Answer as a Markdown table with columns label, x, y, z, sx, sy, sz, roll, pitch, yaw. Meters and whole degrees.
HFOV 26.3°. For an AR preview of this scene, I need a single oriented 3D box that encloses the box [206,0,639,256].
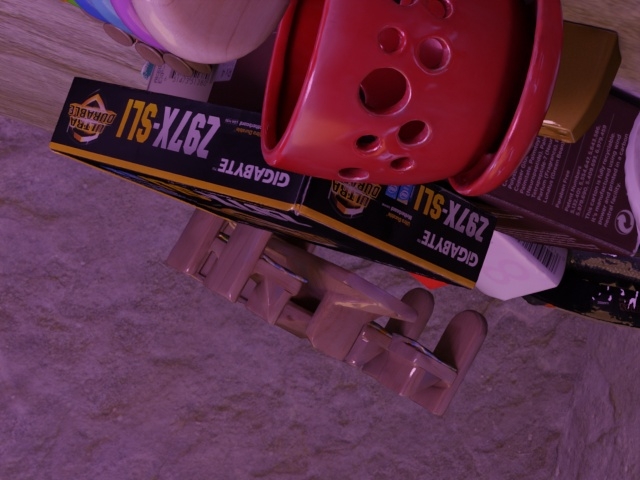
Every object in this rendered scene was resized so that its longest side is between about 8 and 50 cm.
| label | x | y | z | sx | sy | sz | roll | pitch | yaw |
| --- | --- | --- | --- | --- | --- | --- | --- | --- | --- |
| box | 0.109 | -0.110 | 1.256 | 0.381 | 0.143 | 0.191 | 18 | 177 | -27 |

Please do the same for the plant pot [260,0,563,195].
| label | x | y | z | sx | sy | sz | roll | pitch | yaw |
| --- | --- | --- | --- | --- | --- | --- | --- | --- | --- |
| plant pot | 0.062 | -0.124 | 0.956 | 0.174 | 0.191 | 0.191 | 15 | 176 | -13 |

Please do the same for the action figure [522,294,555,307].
| label | x | y | z | sx | sy | sz | roll | pitch | yaw |
| --- | --- | --- | --- | --- | --- | --- | --- | --- | --- |
| action figure | 0.250 | 0.002 | 1.963 | 0.341 | 0.178 | 0.330 | 7 | 160 | 46 |

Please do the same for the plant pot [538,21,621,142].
| label | x | y | z | sx | sy | sz | roll | pitch | yaw |
| --- | --- | --- | --- | --- | --- | --- | --- | --- | --- |
| plant pot | 0.192 | -0.126 | 1.111 | 0.081 | 0.083 | 0.081 | 15 | 176 | 17 |

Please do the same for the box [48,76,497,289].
| label | x | y | z | sx | sy | sz | roll | pitch | yaw |
| --- | --- | --- | --- | --- | --- | --- | --- | --- | --- |
| box | -0.045 | -0.053 | 1.219 | 0.322 | 0.079 | 0.257 | 16 | 174 | 41 |

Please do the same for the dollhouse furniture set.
| label | x | y | z | sx | sy | sz | roll | pitch | yaw |
| --- | --- | --- | --- | --- | --- | --- | --- | --- | --- |
| dollhouse furniture set | 0.000 | 0.000 | 1.822 | 0.362 | 0.256 | 0.394 | 31 | 176 | -30 |

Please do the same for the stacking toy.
| label | x | y | z | sx | sy | sz | roll | pitch | yaw |
| --- | --- | --- | --- | --- | --- | --- | --- | --- | --- |
| stacking toy | -0.171 | -0.221 | 1.031 | 0.330 | 0.141 | 0.141 | 17 | 177 | 45 |

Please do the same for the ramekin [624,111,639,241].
| label | x | y | z | sx | sy | sz | roll | pitch | yaw |
| --- | --- | --- | --- | --- | --- | --- | --- | --- | --- |
| ramekin | 0.312 | -0.045 | 0.954 | 0.207 | 0.207 | 0.109 | 14 | 166 | 33 |

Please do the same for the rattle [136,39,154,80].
| label | x | y | z | sx | sy | sz | roll | pitch | yaw |
| --- | --- | --- | --- | --- | --- | --- | --- | --- | --- |
| rattle | -0.115 | -0.190 | 1.601 | 0.142 | 0.130 | 0.200 | 4 | 144 | 21 |

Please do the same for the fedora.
| label | x | y | z | sx | sy | sz | roll | pitch | yaw |
| --- | --- | --- | --- | --- | --- | --- | --- | --- | --- |
| fedora | 0.361 | 0.001 | 1.609 | 0.334 | 0.152 | 0.334 | 15 | 170 | 3 |

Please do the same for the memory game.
| label | x | y | z | sx | sy | sz | roll | pitch | yaw |
| --- | --- | --- | --- | --- | --- | --- | --- | --- | --- |
| memory game | -0.181 | -0.226 | 1.365 | 0.186 | 0.012 | 0.186 | 28 | 162 | 10 |

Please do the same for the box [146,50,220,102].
| label | x | y | z | sx | sy | sz | roll | pitch | yaw |
| --- | --- | --- | --- | --- | --- | --- | --- | --- | --- |
| box | -0.032 | -0.139 | 1.541 | 0.148 | 0.121 | 0.311 | 12 | 173 | 43 |

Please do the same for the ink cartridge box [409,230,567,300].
| label | x | y | z | sx | sy | sz | roll | pitch | yaw |
| --- | --- | --- | --- | --- | --- | --- | --- | --- | --- |
| ink cartridge box | 0.127 | 0.001 | 1.507 | 0.189 | 0.066 | 0.232 | 39 | 143 | -22 |
